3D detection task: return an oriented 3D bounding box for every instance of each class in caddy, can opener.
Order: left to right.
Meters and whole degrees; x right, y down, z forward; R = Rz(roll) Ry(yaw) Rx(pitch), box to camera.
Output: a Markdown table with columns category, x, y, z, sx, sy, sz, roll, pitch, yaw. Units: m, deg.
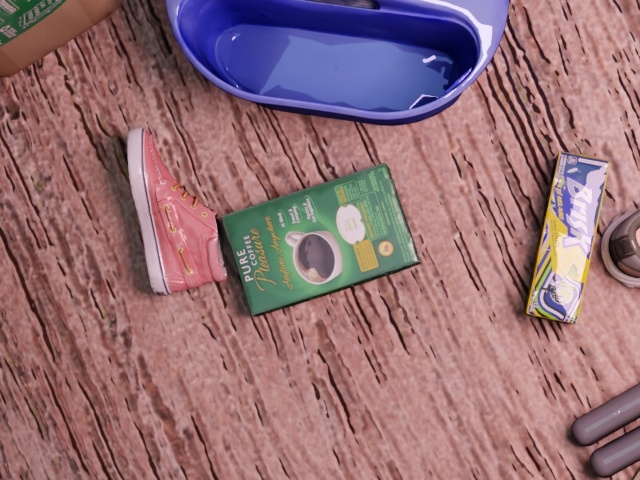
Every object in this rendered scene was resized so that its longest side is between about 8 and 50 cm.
| category | x | y | z | sx | sy | sz | roll | pitch | yaw |
| --- | --- | --- | --- | --- | --- | --- | --- | --- | --- |
| caddy | 0.017 | -0.243 | 1.559 | 0.341 | 0.179 | 0.241 | 8 | 88 | 6 |
| can opener | 0.380 | 0.140 | 1.541 | 0.280 | 0.093 | 0.074 | -31 | 73 | 8 |

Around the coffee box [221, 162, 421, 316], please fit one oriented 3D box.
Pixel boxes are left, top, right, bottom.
| category | x | y | z | sx | sy | sz | roll | pitch | yaw |
| --- | --- | --- | --- | --- | --- | --- | --- | --- | --- |
| coffee box | 0.000 | 0.000 | 1.612 | 0.184 | 0.040 | 0.113 | -19 | 84 | 4 |

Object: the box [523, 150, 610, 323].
| category | x | y | z | sx | sy | sz | roll | pitch | yaw |
| --- | --- | --- | --- | --- | --- | --- | --- | --- | --- |
| box | 0.249 | -0.002 | 1.577 | 0.054 | 0.059 | 0.169 | 11 | 87 | 4 |

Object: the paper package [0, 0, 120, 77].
| category | x | y | z | sx | sy | sz | roll | pitch | yaw |
| --- | --- | --- | --- | --- | --- | --- | --- | --- | --- |
| paper package | -0.372 | -0.336 | 1.534 | 0.168 | 0.325 | 0.309 | -37 | 84 | 3 |

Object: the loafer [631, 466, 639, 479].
| category | x | y | z | sx | sy | sz | roll | pitch | yaw |
| --- | --- | --- | --- | --- | --- | --- | --- | --- | --- |
| loafer | 0.323 | 0.276 | 1.554 | 0.056 | 0.050 | 0.148 | 30 | 89 | 7 |

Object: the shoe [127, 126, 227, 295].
| category | x | y | z | sx | sy | sz | roll | pitch | yaw |
| --- | --- | --- | --- | --- | --- | --- | --- | --- | --- |
| shoe | -0.148 | -0.035 | 1.622 | 0.081 | 0.063 | 0.178 | -11 | 90 | 4 |

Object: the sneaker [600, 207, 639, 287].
| category | x | y | z | sx | sy | sz | roll | pitch | yaw |
| --- | --- | --- | --- | --- | --- | --- | --- | --- | --- |
| sneaker | 0.416 | -0.016 | 1.538 | 0.271 | 0.108 | 0.100 | -17 | 83 | 3 |
